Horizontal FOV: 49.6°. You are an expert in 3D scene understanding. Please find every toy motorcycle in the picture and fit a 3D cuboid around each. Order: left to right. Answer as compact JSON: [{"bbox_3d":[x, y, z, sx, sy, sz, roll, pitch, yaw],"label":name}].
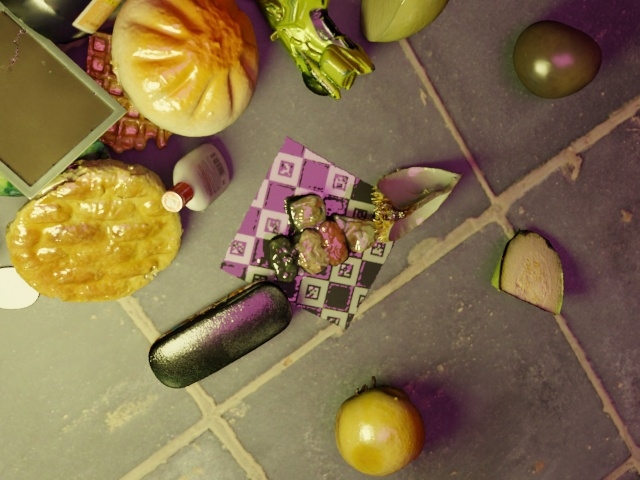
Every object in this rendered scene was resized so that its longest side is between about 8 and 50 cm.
[{"bbox_3d":[-0.023,-0.453,1.368,0.342,0.206,0.142,52,44,-15],"label":"toy motorcycle"}]

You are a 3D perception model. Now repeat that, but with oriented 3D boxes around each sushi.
[{"bbox_3d":[0.000,0.000,1.491,0.339,0.069,0.320,29,92,-17],"label":"sushi"}]

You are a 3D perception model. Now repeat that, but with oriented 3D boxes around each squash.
[{"bbox_3d":[0.479,0.074,1.632,0.192,0.085,0.184,25,64,-19],"label":"squash"}]

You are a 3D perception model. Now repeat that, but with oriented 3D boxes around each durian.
[{"bbox_3d":[0.191,-0.091,1.478,0.252,0.139,0.144,-21,87,-36],"label":"durian"}]

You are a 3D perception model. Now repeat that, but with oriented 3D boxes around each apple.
[{"bbox_3d":[0.153,-0.554,1.336,0.233,0.258,0.295,-31,104,-9],"label":"apple"}]

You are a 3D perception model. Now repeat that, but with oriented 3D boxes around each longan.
[{"bbox_3d":[0.511,-0.392,1.505,0.189,0.189,0.189,-2,100,-14],"label":"longan"}]

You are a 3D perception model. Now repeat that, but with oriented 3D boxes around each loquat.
[{"bbox_3d":[0.124,0.412,1.523,0.213,0.213,0.213,-2,100,-14],"label":"loquat"}]

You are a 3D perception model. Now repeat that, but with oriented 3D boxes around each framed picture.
[{"bbox_3d":[-0.516,-0.242,1.174,0.293,0.018,0.231,43,72,-3],"label":"framed picture"}]

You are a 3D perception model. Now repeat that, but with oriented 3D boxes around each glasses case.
[{"bbox_3d":[-0.210,0.198,1.462,0.321,0.082,0.122,-30,111,-3],"label":"glasses case"}]

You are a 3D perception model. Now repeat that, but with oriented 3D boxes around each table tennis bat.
[{"bbox_3d":[-0.640,0.095,1.376,0.156,0.013,0.087,1,100,-15],"label":"table tennis bat"}]

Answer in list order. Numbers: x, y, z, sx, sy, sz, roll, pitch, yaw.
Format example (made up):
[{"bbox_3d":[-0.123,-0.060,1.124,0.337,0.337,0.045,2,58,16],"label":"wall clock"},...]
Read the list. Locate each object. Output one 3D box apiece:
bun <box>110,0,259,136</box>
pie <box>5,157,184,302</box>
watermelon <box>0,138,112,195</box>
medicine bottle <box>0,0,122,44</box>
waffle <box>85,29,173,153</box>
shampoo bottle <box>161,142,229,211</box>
[{"bbox_3d":[-0.230,-0.344,1.272,0.299,0.164,0.299,4,83,-39],"label":"bun"},{"bbox_3d":[-0.421,-0.011,1.308,0.339,0.083,0.339,-16,138,-15],"label":"pie"},{"bbox_3d":[-0.525,-0.193,1.284,0.261,0.213,0.201,-7,80,-16],"label":"watermelon"},{"bbox_3d":[-0.378,-0.546,1.183,0.395,0.242,0.242,-40,107,10],"label":"medicine bottle"},{"bbox_3d":[-0.352,-0.281,1.360,0.219,0.057,0.229,6,97,-15],"label":"waffle"},{"bbox_3d":[-0.241,-0.113,1.338,0.051,0.221,0.108,-13,110,20],"label":"shampoo bottle"}]
